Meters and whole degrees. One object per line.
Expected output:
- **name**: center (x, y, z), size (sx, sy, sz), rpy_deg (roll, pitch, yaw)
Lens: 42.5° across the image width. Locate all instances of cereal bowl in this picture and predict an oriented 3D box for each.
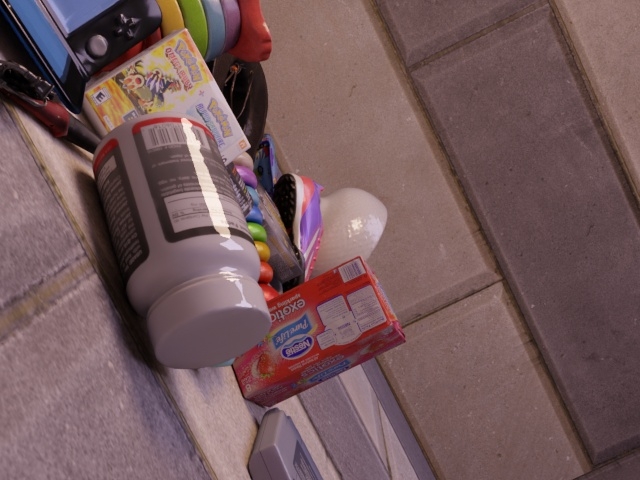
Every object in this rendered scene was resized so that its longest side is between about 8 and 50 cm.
- **cereal bowl**: center (0.000, 0.000, 2.011), size (0.141, 0.339, 0.339), rpy_deg (38, 13, -17)

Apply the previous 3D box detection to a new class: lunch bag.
- **lunch bag**: center (-0.150, -0.107, 2.081), size (0.221, 0.138, 0.293), rpy_deg (-104, 178, -78)

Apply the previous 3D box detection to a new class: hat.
- **hat**: center (-0.223, -0.286, 1.747), size (0.331, 0.133, 0.332), rpy_deg (2, 90, -76)

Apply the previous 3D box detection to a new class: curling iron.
- **curling iron**: center (-0.299, -0.136, 0.960), size (0.068, 0.035, 0.274), rpy_deg (27, -9, 14)

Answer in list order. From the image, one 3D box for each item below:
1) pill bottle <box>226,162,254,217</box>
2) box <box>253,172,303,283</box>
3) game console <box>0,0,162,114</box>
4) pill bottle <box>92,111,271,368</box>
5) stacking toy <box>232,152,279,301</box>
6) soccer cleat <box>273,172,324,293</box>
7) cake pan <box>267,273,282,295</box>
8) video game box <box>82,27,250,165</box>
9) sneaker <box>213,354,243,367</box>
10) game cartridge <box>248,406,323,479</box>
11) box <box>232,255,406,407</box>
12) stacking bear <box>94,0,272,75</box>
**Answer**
- **pill bottle**: center (-0.216, -0.129, 1.309), size (0.246, 0.130, 0.130), rpy_deg (62, 5, -23)
- **box**: center (-0.122, -0.043, 1.681), size (0.183, 0.056, 0.231), rpy_deg (66, 5, 35)
- **game console**: center (-0.323, -0.343, 1.030), size (0.173, 0.250, 0.293), rpy_deg (13, -41, 49)
- **pill bottle**: center (-0.166, -0.001, 0.985), size (0.283, 0.161, 0.161), rpy_deg (67, 6, 29)
- **stacking toy**: center (-0.147, 0.008, 1.453), size (0.141, 0.141, 0.330), rpy_deg (52, 19, -69)
- **soccer cleat**: center (-0.040, 0.011, 1.838), size (0.116, 0.108, 0.318), rpy_deg (9, 75, -40)
- **cake pan**: center (-0.165, -0.006, 1.690), size (0.293, 0.054, 0.293), rpy_deg (63, 5, -9)
- **video game box**: center (-0.221, -0.170, 1.191), size (0.048, 0.187, 0.205), rpy_deg (7, -48, 51)
- **sneaker**: center (-0.146, 0.103, 1.184), size (0.283, 0.110, 0.122), rpy_deg (-71, 153, -80)
- **game cartridge**: center (-0.014, 0.400, 1.175), size (0.297, 0.062, 0.198), rpy_deg (64, 9, -5)
- **box**: center (-0.011, 0.148, 1.299), size (0.128, 0.256, 0.122), rpy_deg (66, 7, 25)
- **stacking bear**: center (-0.246, -0.340, 1.290), size (0.164, 0.289, 0.176), rpy_deg (17, -57, 52)
